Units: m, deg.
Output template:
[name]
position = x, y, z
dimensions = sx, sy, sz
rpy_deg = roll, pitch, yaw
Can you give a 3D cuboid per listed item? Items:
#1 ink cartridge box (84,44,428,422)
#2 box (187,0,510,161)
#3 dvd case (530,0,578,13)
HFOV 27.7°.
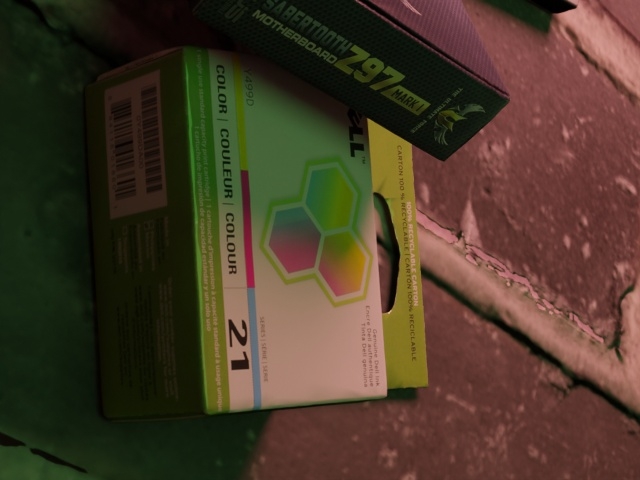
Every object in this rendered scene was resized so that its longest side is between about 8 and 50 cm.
[ink cartridge box]
position = 0.000, 0.000, 0.750
dimensions = 0.255, 0.097, 0.189
rpy_deg = 1, 82, -42
[box]
position = -0.004, -0.169, 0.720
dimensions = 0.183, 0.059, 0.232
rpy_deg = 27, 32, -37
[dvd case]
position = 0.137, -0.311, 0.971
dimensions = 0.179, 0.029, 0.238
rpy_deg = 17, 73, -41
